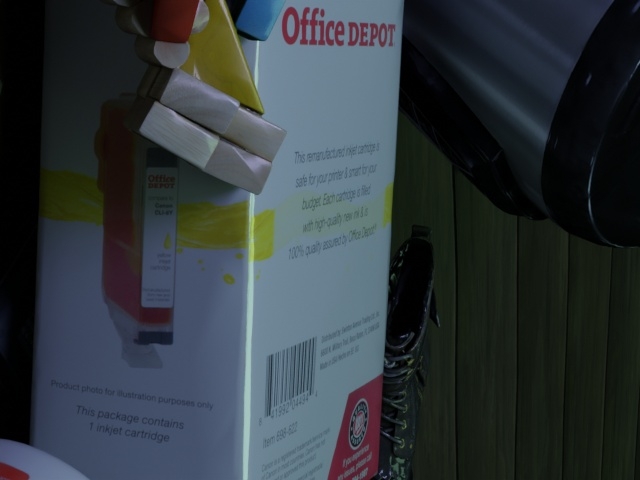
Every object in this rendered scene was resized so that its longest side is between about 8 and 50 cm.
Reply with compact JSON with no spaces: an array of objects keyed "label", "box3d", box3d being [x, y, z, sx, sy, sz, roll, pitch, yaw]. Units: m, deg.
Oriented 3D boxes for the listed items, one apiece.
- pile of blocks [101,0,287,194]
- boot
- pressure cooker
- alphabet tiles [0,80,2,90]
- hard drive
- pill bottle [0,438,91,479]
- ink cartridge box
[{"label":"pile of blocks","box3d":[-0.086,-0.194,0.909,0.362,0.149,0.112,65,-9,-13]},{"label":"boot","box3d":[0.057,0.140,1.577,0.229,0.091,0.263,92,9,-65]},{"label":"pressure cooker","box3d":[0.206,-0.242,1.419,0.375,0.420,0.370,-21,142,-36]},{"label":"alphabet tiles","box3d":[-0.212,-0.101,0.940,0.198,0.009,0.237,79,21,-65]},{"label":"hard drive","box3d":[-0.180,0.036,1.144,0.135,0.022,0.094,-63,152,-30]},{"label":"pill bottle","box3d":[-0.238,0.265,0.930,0.323,0.181,0.181,-47,142,-48]},{"label":"ink cartridge box","box3d":[-0.063,-0.004,1.160,0.279,0.160,0.384,-14,109,-69]}]
